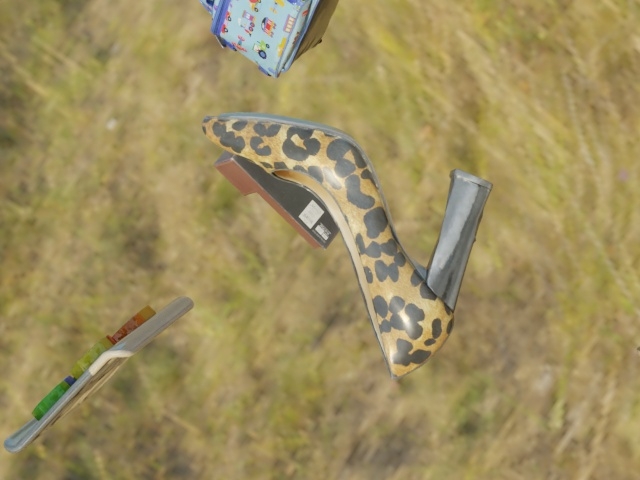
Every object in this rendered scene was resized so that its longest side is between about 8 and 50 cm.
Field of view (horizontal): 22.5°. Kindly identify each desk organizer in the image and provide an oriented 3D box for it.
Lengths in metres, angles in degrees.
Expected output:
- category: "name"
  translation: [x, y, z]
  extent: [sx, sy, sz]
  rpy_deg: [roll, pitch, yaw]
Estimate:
- category: "desk organizer"
  translation: [-0.038, -0.048, 1.563]
  extent: [0.047, 0.130, 0.050]
  rpy_deg: [-53, 18, -22]

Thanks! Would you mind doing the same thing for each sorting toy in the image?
- category: "sorting toy"
  translation: [-0.254, 0.145, 1.825]
  extent: [0.208, 0.038, 0.193]
  rpy_deg: [-40, 0, 25]

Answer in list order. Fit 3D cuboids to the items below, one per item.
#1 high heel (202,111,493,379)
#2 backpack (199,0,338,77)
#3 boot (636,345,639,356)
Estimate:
- category: "high heel"
  translation: [0.000, 0.000, 1.375]
  extent: [0.093, 0.261, 0.186]
  rpy_deg: [36, -108, -84]
- category: "backpack"
  translation: [-0.069, -0.279, 1.692]
  extent: [0.117, 0.173, 0.158]
  rpy_deg: [-45, -9, -40]
- category: "boot"
  translation: [0.467, 0.197, 1.900]
  extent: [0.197, 0.152, 0.073]
  rpy_deg: [9, 21, 30]
